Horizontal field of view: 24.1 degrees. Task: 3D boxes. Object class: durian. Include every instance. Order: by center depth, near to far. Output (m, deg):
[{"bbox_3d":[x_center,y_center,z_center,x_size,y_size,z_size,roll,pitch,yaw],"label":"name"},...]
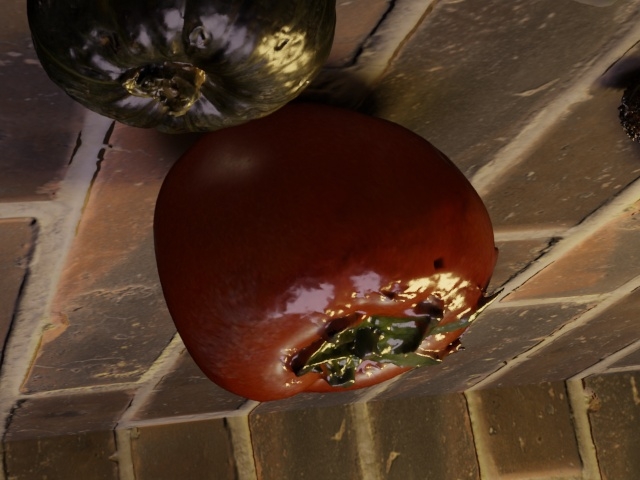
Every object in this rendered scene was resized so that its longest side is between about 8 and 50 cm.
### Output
[{"bbox_3d":[0.348,-0.131,1.555,0.080,0.091,0.080,-18,145,-13],"label":"durian"}]

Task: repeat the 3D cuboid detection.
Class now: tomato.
[{"bbox_3d":[0.000,0.000,1.495,0.341,0.273,0.341,-17,155,-9],"label":"tomato"}]

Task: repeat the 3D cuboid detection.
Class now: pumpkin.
[{"bbox_3d":[-0.098,-0.161,1.080,0.223,0.157,0.224,-1,155,-1],"label":"pumpkin"}]

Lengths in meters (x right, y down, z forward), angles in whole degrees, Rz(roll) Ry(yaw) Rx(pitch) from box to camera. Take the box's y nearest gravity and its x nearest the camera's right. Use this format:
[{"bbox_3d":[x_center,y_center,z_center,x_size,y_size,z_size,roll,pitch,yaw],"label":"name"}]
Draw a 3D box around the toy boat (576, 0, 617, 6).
[{"bbox_3d":[0.211,-0.245,1.103,0.293,0.111,0.276,0,167,14],"label":"toy boat"}]
